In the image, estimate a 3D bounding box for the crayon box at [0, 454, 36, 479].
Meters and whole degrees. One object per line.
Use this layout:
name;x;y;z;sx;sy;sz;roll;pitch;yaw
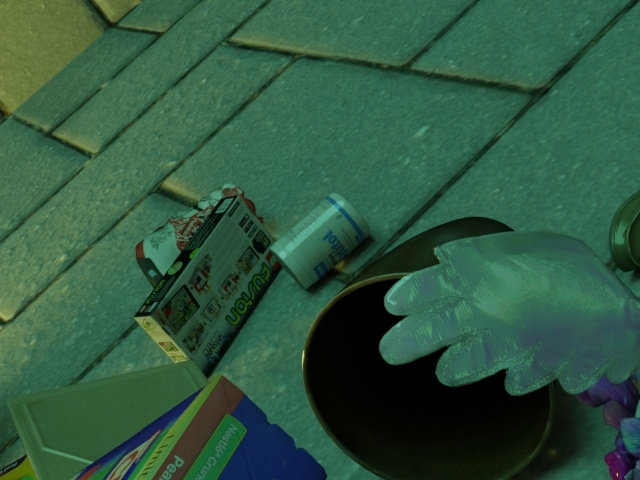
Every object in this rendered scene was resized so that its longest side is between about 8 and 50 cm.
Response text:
crayon box;-0.387;0.408;1.303;0.363;0.106;0.313;-31;29;11

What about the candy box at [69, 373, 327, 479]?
candy box;-0.168;0.274;0.945;0.317;0.122;0.268;-35;15;51

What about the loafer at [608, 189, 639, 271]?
loafer;0.325;-0.029;1.182;0.148;0.056;0.050;-50;23;-22

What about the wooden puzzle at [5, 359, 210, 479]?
wooden puzzle;-0.206;0.211;1.347;0.221;0.044;0.239;-10;25;-23

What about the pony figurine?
pony figurine;0.257;0.122;0.852;0.351;0.302;0.363;-16;9;-35

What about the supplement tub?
supplement tub;0.000;0.000;1.512;0.107;0.071;0.071;-42;27;-7

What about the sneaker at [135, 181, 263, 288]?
sneaker;-0.152;-0.005;1.636;0.145;0.090;0.270;-34;11;6

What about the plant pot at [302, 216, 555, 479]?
plant pot;0.121;0.073;1.137;0.215;0.215;0.230;-22;17;28

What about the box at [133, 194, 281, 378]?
box;-0.130;0.055;1.534;0.036;0.114;0.207;-8;39;45
